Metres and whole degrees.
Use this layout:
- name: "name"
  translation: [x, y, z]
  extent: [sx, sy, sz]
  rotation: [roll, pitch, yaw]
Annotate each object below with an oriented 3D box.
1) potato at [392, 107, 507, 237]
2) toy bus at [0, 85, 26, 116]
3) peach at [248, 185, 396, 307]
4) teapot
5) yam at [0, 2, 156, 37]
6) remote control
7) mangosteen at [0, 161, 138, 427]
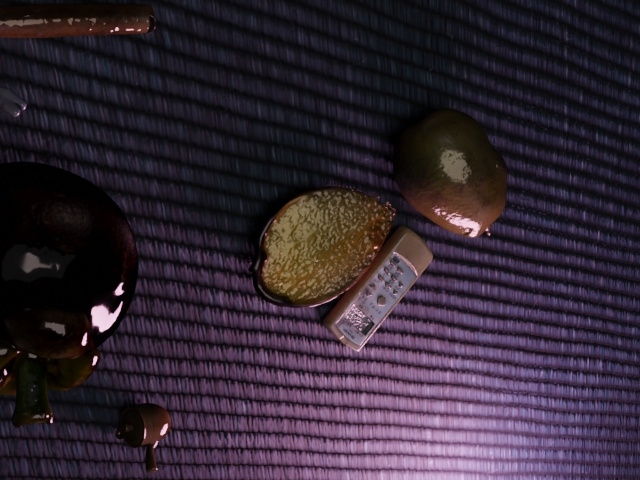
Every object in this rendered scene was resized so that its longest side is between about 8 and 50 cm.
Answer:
- name: "potato"
  translation: [0.231, -0.106, 1.720]
  extent: [0.174, 0.159, 0.251]
  rotation: [-33, 114, 13]
- name: "toy bus"
  translation: [-0.511, -0.162, 1.158]
  extent: [0.294, 0.197, 0.232]
  rotation: [38, 60, 4]
- name: "peach"
  translation: [-0.003, 0.000, 1.660]
  extent: [0.279, 0.068, 0.189]
  rotation: [-23, 111, -22]
- name: "teapot"
  translation: [-0.277, 0.315, 1.588]
  extent: [0.080, 0.110, 0.085]
  rotation: [-3, 154, -46]
- name: "yam"
  translation: [-0.347, -0.294, 1.339]
  extent: [0.264, 0.046, 0.046]
  rotation: [-8, 112, -31]
- name: "remote control"
  translation: [0.104, 0.085, 1.779]
  extent: [0.233, 0.038, 0.098]
  rotation: [-50, 126, -6]
- name: "mangosteen"
  translation: [-0.375, 0.046, 1.284]
  extent: [0.297, 0.313, 0.297]
  rotation: [-7, 111, -18]
